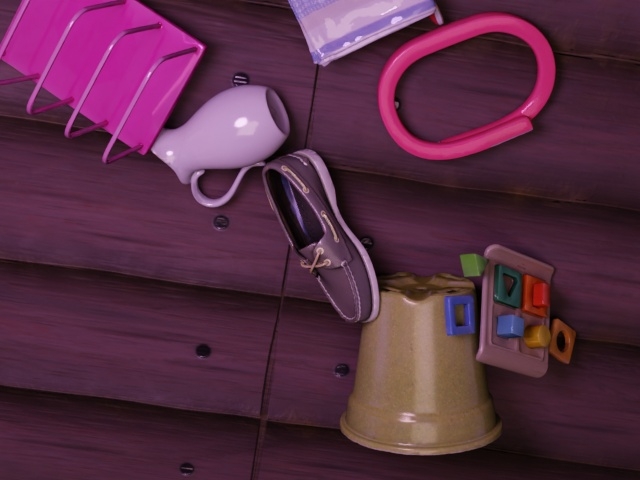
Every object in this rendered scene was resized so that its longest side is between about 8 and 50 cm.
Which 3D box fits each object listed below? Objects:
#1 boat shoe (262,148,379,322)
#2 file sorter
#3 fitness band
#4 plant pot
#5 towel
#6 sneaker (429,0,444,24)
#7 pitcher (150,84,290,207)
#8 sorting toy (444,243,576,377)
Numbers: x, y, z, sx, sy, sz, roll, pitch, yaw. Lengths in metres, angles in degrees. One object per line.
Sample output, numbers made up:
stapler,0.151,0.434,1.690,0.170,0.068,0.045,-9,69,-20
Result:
boat shoe,-0.003,0.002,1.874,0.109,0.091,0.305,-29,84,47
file sorter,-0.362,-0.277,1.731,0.291,0.182,0.202,34,109,4
fitness band,0.235,-0.248,1.862,0.291,0.054,0.209,-21,108,7
plant pot,0.168,0.192,1.947,0.276,0.276,0.253,-1,101,0
towel,0.032,-0.423,1.728,0.209,0.034,0.285,-23,113,6
sneaker,0.140,-0.376,1.809,0.067,0.042,0.118,-32,102,8
pitcher,-0.146,-0.149,1.866,0.207,0.125,0.177,-21,123,19
sorting toy,0.336,0.119,1.924,0.348,0.047,0.195,19,73,-41
